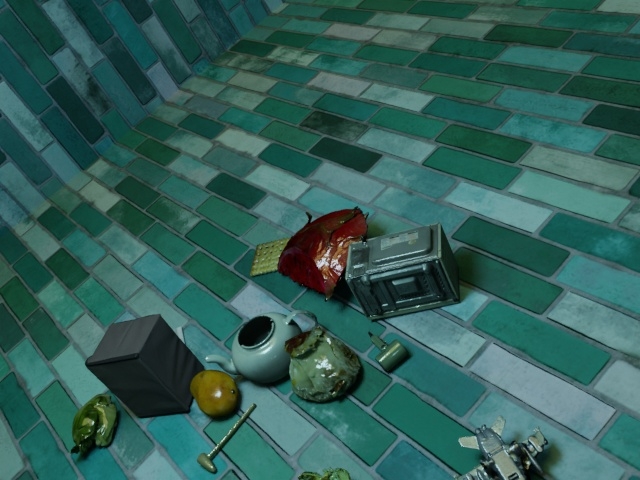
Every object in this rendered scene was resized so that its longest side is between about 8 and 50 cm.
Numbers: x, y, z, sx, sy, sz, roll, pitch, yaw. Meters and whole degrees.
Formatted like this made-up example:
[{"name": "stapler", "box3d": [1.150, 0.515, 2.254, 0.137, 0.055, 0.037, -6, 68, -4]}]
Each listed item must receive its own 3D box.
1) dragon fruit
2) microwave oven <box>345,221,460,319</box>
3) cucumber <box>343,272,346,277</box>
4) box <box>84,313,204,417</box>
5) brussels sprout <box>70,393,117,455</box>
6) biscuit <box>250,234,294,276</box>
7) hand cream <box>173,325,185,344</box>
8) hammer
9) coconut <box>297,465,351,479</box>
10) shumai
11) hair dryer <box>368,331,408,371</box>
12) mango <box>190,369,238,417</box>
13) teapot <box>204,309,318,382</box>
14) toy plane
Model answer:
[{"name": "dragon fruit", "box3d": [0.000, 0.000, 2.038, 0.282, 0.100, 0.344, -51, 27, -12]}, {"name": "microwave oven", "box3d": [0.202, 0.076, 1.820, 0.241, 0.194, 0.145, -13, 42, 20]}, {"name": "cucumber", "box3d": [0.043, 0.029, 2.096, 0.052, 0.058, 0.214, -29, 35, 21]}, {"name": "box", "box3d": [-0.453, 0.331, 1.943, 0.188, 0.252, 0.153, -12, 40, 26]}, {"name": "brussels sprout", "box3d": [-0.624, 0.498, 2.016, 0.139, 0.101, 0.180, -33, 43, 32]}, {"name": "biscuit", "box3d": [-0.100, 0.036, 2.223, 0.232, 0.016, 0.139, -14, 41, 22]}, {"name": "hand cream", "box3d": [-0.506, 0.338, 2.131, 0.248, 0.083, 0.133, -24, 38, -5]}, {"name": "hammer", "box3d": [-0.217, 0.477, 1.801, 0.060, 0.028, 0.195, 21, 60, 41]}, {"name": "coconut", "box3d": [0.000, 0.541, 1.544, 0.158, 0.055, 0.133, -41, 36, -13]}, {"name": "shumai", "box3d": [-0.002, 0.284, 1.769, 0.184, 0.142, 0.184, -23, 36, 18]}, {"name": "hair dryer", "box3d": [0.146, 0.253, 1.783, 0.071, 0.047, 0.150, -38, 31, -7]}, {"name": "mango", "box3d": [-0.271, 0.386, 1.894, 0.115, 0.089, 0.165, -45, 34, -2]}, {"name": "teapot", "box3d": [-0.139, 0.267, 1.893, 0.294, 0.129, 0.193, -30, 37, 2]}, {"name": "toy plane", "box3d": [0.361, 0.445, 1.369, 0.192, 0.088, 0.262, -31, 37, 0]}]
